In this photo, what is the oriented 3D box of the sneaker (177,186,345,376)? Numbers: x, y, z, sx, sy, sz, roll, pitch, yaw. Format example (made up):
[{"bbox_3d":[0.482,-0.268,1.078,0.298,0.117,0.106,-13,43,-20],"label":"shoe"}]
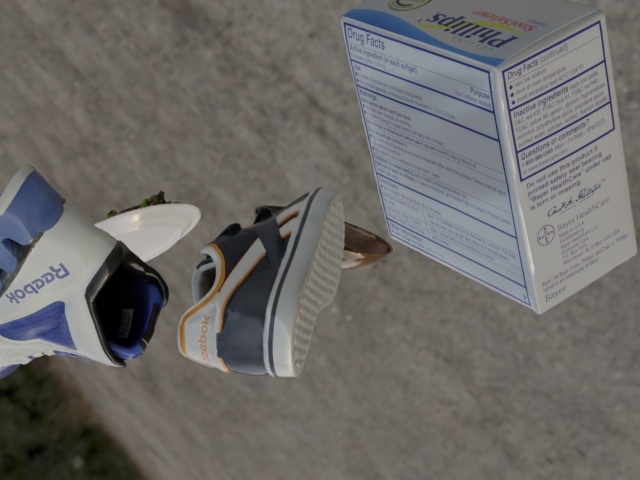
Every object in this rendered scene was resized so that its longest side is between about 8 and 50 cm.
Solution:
[{"bbox_3d":[-0.055,0.030,1.424,0.128,0.321,0.126,2,112,11],"label":"sneaker"}]

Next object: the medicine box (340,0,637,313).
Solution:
[{"bbox_3d":[0.177,-0.111,1.480,0.263,0.149,0.289,29,141,51],"label":"medicine box"}]

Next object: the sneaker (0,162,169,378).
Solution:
[{"bbox_3d":[-0.255,0.074,1.367,0.182,0.127,0.315,31,144,-2],"label":"sneaker"}]

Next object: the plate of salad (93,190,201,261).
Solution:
[{"bbox_3d":[-0.236,-0.006,1.638,0.200,0.200,0.048,113,137,-70],"label":"plate of salad"}]

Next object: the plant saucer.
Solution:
[{"bbox_3d":[0.000,0.000,1.921,0.199,0.036,0.198,16,-169,-3],"label":"plant saucer"}]
